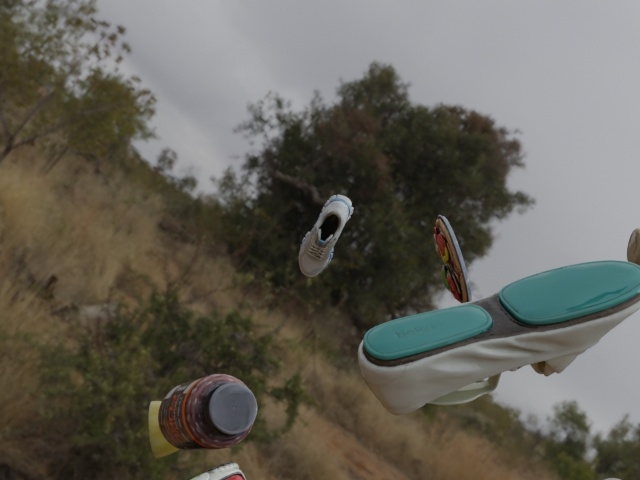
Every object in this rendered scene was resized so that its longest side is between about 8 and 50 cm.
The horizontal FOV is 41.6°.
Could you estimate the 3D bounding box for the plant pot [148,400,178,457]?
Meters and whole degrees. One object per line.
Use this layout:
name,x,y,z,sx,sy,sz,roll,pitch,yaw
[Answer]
plant pot,-0.349,0.444,2.004,0.095,0.134,0.134,-6,-4,-2

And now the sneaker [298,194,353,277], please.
sneaker,0.000,0.000,1.696,0.071,0.190,0.083,24,26,2

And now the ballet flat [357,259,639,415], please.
ballet flat,0.247,0.134,1.119,0.139,0.400,0.139,164,-90,-85

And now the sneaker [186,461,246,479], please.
sneaker,-0.229,0.477,1.449,0.107,0.279,0.118,-39,-107,46

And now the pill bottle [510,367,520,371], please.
pill bottle,0.393,0.205,1.670,0.086,0.152,0.086,58,6,-9

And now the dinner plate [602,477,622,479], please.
dinner plate,0.664,0.615,1.927,0.017,0.141,0.141,21,5,-30

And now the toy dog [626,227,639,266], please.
toy dog,0.731,0.026,1.663,0.220,0.161,0.333,-1,23,-13

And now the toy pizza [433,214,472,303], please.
toy pizza,0.262,0.047,1.713,0.201,0.032,0.201,-17,90,-90

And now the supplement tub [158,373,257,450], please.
supplement tub,-0.159,0.247,1.210,0.106,0.106,0.198,39,-28,-12
